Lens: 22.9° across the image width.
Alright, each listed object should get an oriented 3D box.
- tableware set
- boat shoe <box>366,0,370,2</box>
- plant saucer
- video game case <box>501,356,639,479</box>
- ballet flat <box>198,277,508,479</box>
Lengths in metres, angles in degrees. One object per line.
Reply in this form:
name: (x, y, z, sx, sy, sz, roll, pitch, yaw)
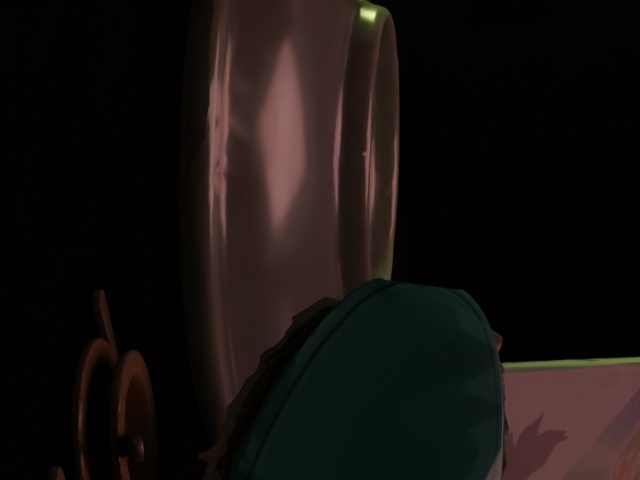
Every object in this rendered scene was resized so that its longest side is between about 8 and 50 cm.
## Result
tableware set: (-0.076, 0.129, 0.719, 0.128, 0.039, 0.194, -86, 171, -53)
boat shoe: (0.011, -0.343, 1.540, 0.095, 0.112, 0.335, -94, 180, -51)
plant saucer: (-0.005, -0.049, 1.050, 0.400, 0.100, 0.400, 2, 90, -83)
video game case: (0.138, 0.248, 1.080, 0.036, 0.300, 0.329, -3, -93, 54)
ballet flat: (-0.019, 0.203, 0.693, 0.147, 0.147, 0.409, 78, 24, -54)
